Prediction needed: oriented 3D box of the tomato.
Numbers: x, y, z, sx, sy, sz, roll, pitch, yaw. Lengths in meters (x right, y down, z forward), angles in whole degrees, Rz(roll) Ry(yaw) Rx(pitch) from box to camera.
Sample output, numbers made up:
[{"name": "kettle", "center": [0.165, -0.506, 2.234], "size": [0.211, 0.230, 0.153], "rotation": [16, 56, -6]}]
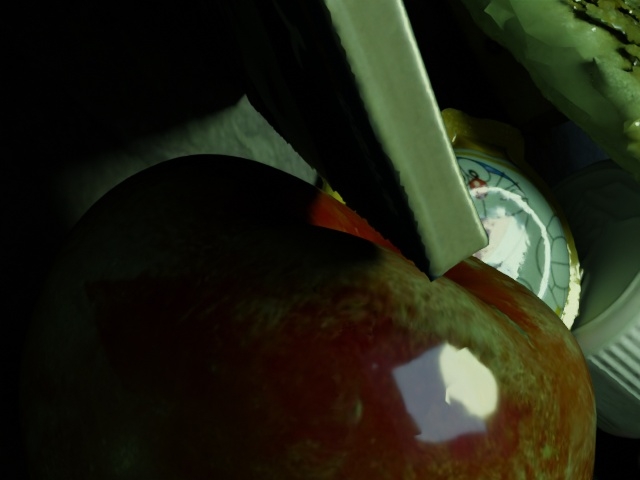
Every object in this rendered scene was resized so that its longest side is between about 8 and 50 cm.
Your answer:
[{"name": "tomato", "center": [-0.012, 0.094, 0.912], "size": [0.270, 0.270, 0.223], "rotation": [7, 108, -56]}]

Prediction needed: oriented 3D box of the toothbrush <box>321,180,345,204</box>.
[{"name": "toothbrush", "center": [0.000, 0.000, 1.184], "size": [0.021, 0.024, 0.288], "rotation": [53, 37, -36]}]

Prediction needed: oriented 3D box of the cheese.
[{"name": "cheese", "center": [0.088, 0.052, 1.232], "size": [0.177, 0.069, 0.270], "rotation": [14, 77, -26]}]

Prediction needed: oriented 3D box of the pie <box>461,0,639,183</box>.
[{"name": "pie", "center": [0.239, -0.102, 1.312], "size": [0.371, 0.078, 0.296], "rotation": [22, 33, -37]}]

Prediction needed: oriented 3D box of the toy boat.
[{"name": "toy boat", "center": [0.130, -0.167, 1.414], "size": [0.226, 0.068, 0.088], "rotation": [57, 32, -23]}]

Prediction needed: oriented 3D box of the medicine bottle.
[{"name": "medicine bottle", "center": [0.296, 0.106, 1.424], "size": [0.395, 0.242, 0.242], "rotation": [34, 49, -28]}]

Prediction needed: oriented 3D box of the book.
[{"name": "book", "center": [-0.040, -0.170, 0.924], "size": [0.428, 0.039, 0.300], "rotation": [-132, -160, -72]}]
